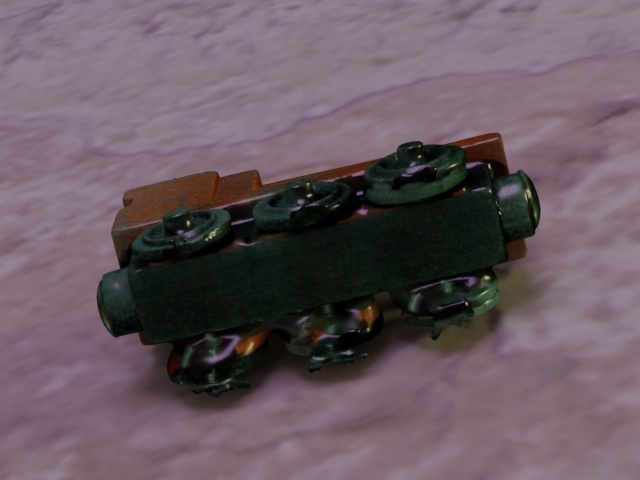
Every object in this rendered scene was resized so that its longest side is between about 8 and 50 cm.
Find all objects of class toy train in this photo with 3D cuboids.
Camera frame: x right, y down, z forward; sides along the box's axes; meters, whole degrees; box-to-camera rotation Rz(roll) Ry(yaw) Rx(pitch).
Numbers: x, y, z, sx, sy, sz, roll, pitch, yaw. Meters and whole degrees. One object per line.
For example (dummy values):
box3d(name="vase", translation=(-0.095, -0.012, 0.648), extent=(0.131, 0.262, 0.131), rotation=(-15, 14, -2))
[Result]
box3d(name="toy train", translation=(0.000, 0.000, 0.443), extent=(0.103, 0.044, 0.064), rotation=(-14, 15, 6))
